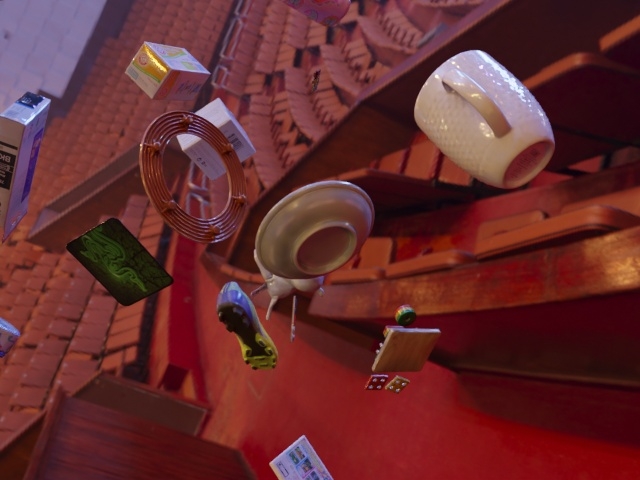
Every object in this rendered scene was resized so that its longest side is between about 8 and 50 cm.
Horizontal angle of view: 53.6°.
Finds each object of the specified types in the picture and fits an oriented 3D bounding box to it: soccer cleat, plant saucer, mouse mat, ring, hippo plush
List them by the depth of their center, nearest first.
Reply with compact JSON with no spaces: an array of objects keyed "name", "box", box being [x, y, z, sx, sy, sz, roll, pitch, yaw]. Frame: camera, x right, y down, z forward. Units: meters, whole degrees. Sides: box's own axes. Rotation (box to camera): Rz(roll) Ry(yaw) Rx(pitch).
[{"name":"mouse mat","box":[-0.414,0.049,1.312,0.152,0.190,0.007,-26,26,23]},{"name":"ring","box":[-0.294,-0.159,1.548,0.032,0.336,0.337,-15,48,36]},{"name":"soccer cleat","box":[-0.175,0.221,1.607,0.093,0.289,0.121,-15,41,12]},{"name":"plant saucer","box":[0.000,0.000,1.973,0.400,0.400,0.101,-56,42,28]},{"name":"hippo plush","box":[-0.099,0.098,2.265,0.236,0.234,0.294,-11,31,45]}]

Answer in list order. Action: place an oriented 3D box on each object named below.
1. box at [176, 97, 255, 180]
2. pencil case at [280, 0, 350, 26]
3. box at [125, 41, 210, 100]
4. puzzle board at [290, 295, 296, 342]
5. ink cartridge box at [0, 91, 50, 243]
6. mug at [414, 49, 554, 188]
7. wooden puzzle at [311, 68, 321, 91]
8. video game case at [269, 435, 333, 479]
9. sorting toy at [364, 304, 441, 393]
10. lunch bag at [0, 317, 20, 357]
[{"name":"box","box":[-0.335,-0.318,2.015,0.182,0.181,0.119,-33,54,4]},{"name":"pencil case","box":[-0.048,-0.687,1.716,0.124,0.284,0.124,-13,71,43]},{"name":"box","box":[-0.412,-0.456,1.726,0.103,0.114,0.203,-48,-6,21]},{"name":"puzzle board","box":[-0.077,0.225,1.794,0.096,0.011,0.128,104,170,-79]},{"name":"ink cartridge box","box":[-0.721,-0.169,1.491,0.165,0.065,0.333,-93,25,-59]},{"name":"mug","box":[0.433,-0.321,1.675,0.276,0.374,0.328,-42,56,11]},{"name":"wooden puzzle","box":[-0.010,-0.395,1.564,0.083,0.006,0.049,-64,-14,-64]},{"name":"video game case","box":[-0.044,0.615,1.665,0.019,0.157,0.143,-42,-11,36]},{"name":"sorting toy","box":[0.193,0.255,1.495,0.046,0.132,0.275,-115,37,-49]},{"name":"lunch bag","box":[-0.872,0.207,1.584,0.176,0.219,0.090,1,57,57]}]
